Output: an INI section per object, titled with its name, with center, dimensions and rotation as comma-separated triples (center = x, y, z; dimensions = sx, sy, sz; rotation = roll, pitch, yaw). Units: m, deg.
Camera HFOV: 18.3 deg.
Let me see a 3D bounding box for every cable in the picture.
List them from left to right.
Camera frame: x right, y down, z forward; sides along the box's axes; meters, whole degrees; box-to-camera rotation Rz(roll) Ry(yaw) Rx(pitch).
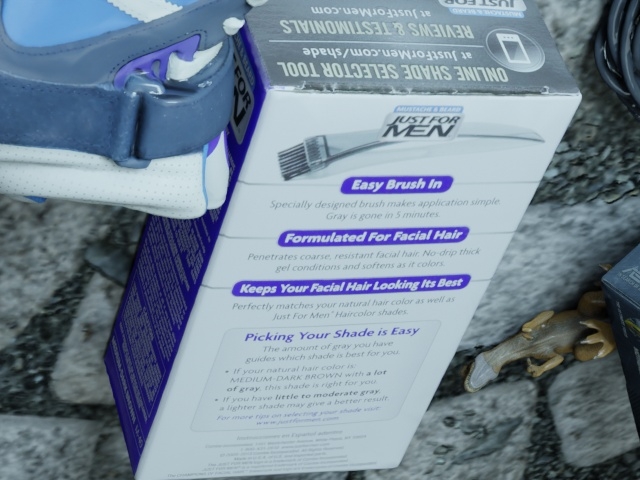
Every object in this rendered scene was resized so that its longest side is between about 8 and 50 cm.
[cable]
center = 0.246, -0.139, 1.178
dimensions = 0.151, 0.047, 0.184
rotation = 4, 133, -35

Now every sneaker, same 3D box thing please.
[sneaker]
center = -0.054, -0.127, 0.950
dimensions = 0.323, 0.130, 0.236
rotation = -19, 130, 7

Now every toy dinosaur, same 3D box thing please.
[toy dinosaur]
center = 0.199, 0.059, 1.387
dimensions = 0.212, 0.064, 0.112
rotation = -8, 166, -10

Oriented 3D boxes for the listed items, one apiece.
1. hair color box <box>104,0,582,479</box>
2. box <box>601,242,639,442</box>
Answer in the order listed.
[hair color box]
center = 0.000, 0.000, 1.172
dimensions = 0.185, 0.110, 0.339
rotation = -1, 139, -23
[box]
center = 0.287, 0.045, 1.347
dimensions = 0.183, 0.059, 0.232
rotation = -41, 144, -14
